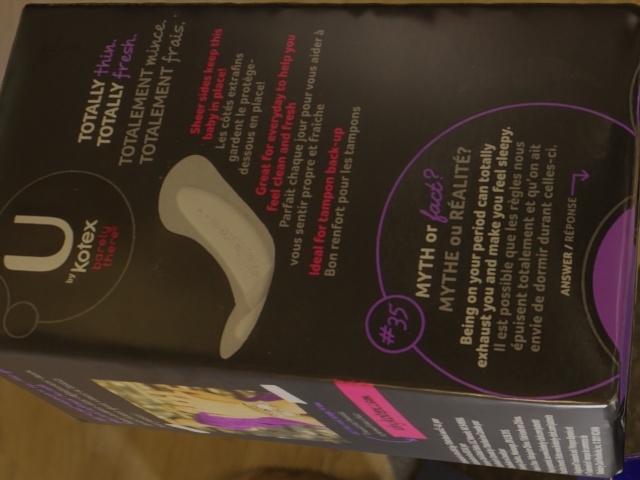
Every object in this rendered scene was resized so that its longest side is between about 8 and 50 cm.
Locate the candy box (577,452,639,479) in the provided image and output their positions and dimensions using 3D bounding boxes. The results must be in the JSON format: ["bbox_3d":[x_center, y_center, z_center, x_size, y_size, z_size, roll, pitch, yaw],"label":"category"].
[{"bbox_3d":[0.304,0.174,0.677,0.268,0.317,0.122,-10,77,9],"label":"candy box"}]

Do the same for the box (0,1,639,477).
[{"bbox_3d":[0.000,0.000,0.495,0.270,0.165,0.143,4,159,16],"label":"box"}]
